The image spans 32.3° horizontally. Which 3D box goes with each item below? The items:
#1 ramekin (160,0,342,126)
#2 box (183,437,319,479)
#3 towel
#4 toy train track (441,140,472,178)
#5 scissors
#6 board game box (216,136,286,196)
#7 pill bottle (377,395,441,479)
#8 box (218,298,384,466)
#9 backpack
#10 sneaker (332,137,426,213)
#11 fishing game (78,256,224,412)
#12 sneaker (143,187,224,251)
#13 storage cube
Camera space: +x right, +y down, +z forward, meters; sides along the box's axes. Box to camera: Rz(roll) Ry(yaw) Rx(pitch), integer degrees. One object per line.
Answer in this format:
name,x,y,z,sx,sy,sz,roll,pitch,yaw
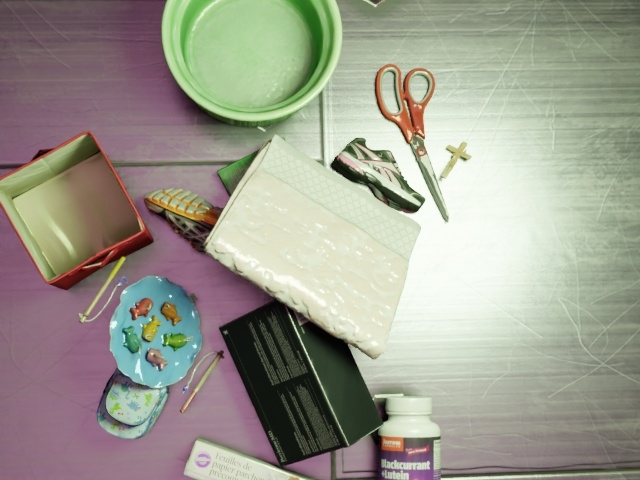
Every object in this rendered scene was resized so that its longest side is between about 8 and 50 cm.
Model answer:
ramekin,-0.119,-0.341,1.914,0.303,0.148,0.303,0,85,-4
box,-0.070,0.420,1.885,0.324,0.067,0.063,20,83,-3
towel,0.000,0.000,1.830,0.332,0.053,0.317,32,43,-8
toy train track,0.240,-0.142,1.983,0.048,0.014,0.083,29,67,11
scissors,0.165,-0.173,1.986,0.109,0.021,0.297,-6,86,-7
board game box,-0.064,-0.038,1.949,0.136,0.030,0.259,-27,87,-4
pill bottle,0.151,0.364,1.884,0.108,0.108,0.193,0,84,-4
box,-0.035,0.224,1.839,0.103,0.184,0.261,-21,86,-47
backpack,-0.322,0.277,1.870,0.105,0.084,0.114,25,85,0
sneaker,0.116,-0.121,1.952,0.178,0.072,0.077,35,72,-6
fishing game,-0.265,0.151,1.836,0.264,0.041,0.189,51,54,-25
sneaker,-0.212,-0.025,1.914,0.215,0.084,0.083,24,116,9
storage cube,-0.405,-0.046,1.842,0.184,0.193,0.215,-30,86,-6
